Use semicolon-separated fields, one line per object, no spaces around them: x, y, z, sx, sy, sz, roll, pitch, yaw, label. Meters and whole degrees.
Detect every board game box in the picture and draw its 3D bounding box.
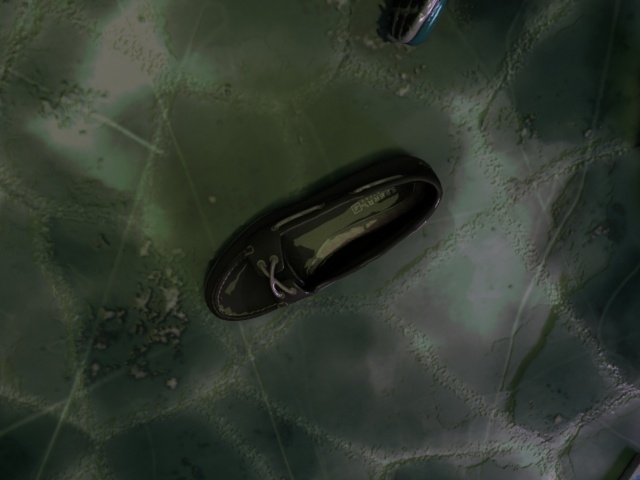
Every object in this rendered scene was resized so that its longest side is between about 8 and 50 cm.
0.500;0.385;1.225;0.090;0.020;0.090;27;98;-16;board game box

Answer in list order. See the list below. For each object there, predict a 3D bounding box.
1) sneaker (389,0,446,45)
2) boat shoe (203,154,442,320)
0.186;-0.337;0.929;0.110;0.107;0.275;34;97;-27;sneaker
0.000;0.000;0.987;0.335;0.095;0.112;-32;108;0;boat shoe
